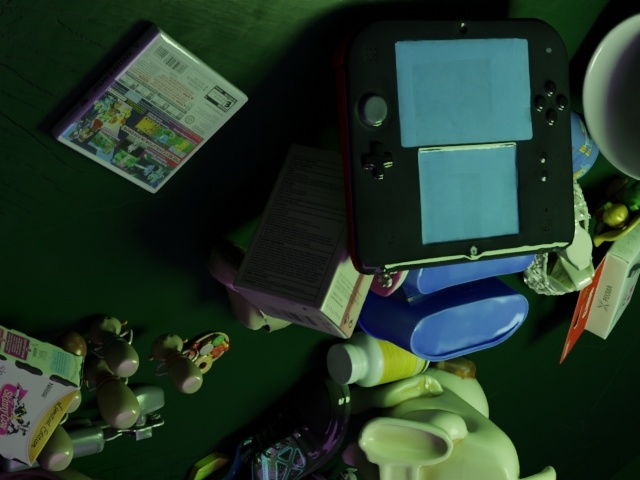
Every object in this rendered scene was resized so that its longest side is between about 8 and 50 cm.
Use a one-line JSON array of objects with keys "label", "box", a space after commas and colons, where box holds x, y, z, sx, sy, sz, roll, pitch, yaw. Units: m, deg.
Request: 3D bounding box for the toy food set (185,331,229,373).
[{"label": "toy food set", "box": [-0.186, 0.181, 1.904, 0.083, 0.020, 0.082, -34, 147, -5]}]

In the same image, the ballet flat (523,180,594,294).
[{"label": "ballet flat", "box": [0.461, 0.024, 2.221, 0.147, 0.147, 0.409, -34, 148, -5]}]

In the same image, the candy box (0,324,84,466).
[{"label": "candy box", "box": [-0.450, 0.186, 1.521, 0.233, 0.071, 0.159, 24, 117, -21]}]

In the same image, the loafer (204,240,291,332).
[{"label": "loafer", "box": [-0.102, 0.085, 1.791, 0.092, 0.102, 0.268, -47, 147, 3]}]

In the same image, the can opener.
[{"label": "can opener", "box": [-0.375, 0.285, 1.829, 0.283, 0.076, 0.095, -7, 104, -37]}]

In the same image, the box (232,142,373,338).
[{"label": "box", "box": [0.000, 0.000, 1.652, 0.232, 0.149, 0.127, -68, 151, -15]}]

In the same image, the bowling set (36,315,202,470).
[{"label": "bowling set", "box": [-0.330, 0.173, 1.681, 0.287, 0.154, 0.200, -28, 127, -13]}]

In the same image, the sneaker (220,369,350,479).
[{"label": "sneaker", "box": [-0.068, 0.383, 2.149, 0.140, 0.125, 0.341, 21, 106, -44]}]

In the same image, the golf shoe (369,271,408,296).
[{"label": "golf shoe", "box": [0.132, -0.057, 1.796, 0.140, 0.115, 0.306, -22, 131, -42]}]

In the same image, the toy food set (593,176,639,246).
[{"label": "toy food set", "box": [0.566, -0.066, 2.242, 0.128, 0.071, 0.218, -39, -176, 26]}]

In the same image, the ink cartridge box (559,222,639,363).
[{"label": "ink cartridge box", "box": [0.603, 0.117, 2.454, 0.239, 0.060, 0.275, -49, 156, -32]}]

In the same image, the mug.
[{"label": "mug", "box": [0.629, -0.201, 1.941, 0.328, 0.276, 0.374, -12, 115, -47]}]

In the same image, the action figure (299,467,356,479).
[{"label": "action figure", "box": [-0.035, 0.554, 2.419, 0.285, 0.099, 0.185, -31, 149, -21]}]

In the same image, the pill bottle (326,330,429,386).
[{"label": "pill bottle", "box": [0.106, 0.212, 2.140, 0.184, 0.103, 0.103, -8, 136, -38]}]

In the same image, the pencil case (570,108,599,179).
[{"label": "pencil case", "box": [0.329, -0.175, 1.863, 0.306, 0.119, 0.133, 14, 125, -50]}]

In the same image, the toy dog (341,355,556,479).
[{"label": "toy dog", "box": [0.228, 0.366, 2.228, 0.395, 0.408, 0.284, -9, 108, 5]}]

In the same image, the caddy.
[{"label": "caddy", "box": [0.206, 0.061, 1.993, 0.341, 0.179, 0.241, -10, 114, -35]}]

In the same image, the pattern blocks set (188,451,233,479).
[{"label": "pattern blocks set", "box": [-0.193, 0.493, 2.271, 0.325, 0.026, 0.285, -33, 146, -7]}]

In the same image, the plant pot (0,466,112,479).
[{"label": "plant pot", "box": [-0.391, 0.509, 1.890, 0.323, 0.323, 0.280, -48, 162, 15]}]

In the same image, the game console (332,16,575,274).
[{"label": "game console", "box": [0.198, -0.138, 1.628, 0.387, 0.342, 0.060, -6, -179, -29]}]

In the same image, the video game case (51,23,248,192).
[{"label": "video game case", "box": [-0.210, -0.160, 1.466, 0.183, 0.023, 0.201, -44, 147, 9]}]
